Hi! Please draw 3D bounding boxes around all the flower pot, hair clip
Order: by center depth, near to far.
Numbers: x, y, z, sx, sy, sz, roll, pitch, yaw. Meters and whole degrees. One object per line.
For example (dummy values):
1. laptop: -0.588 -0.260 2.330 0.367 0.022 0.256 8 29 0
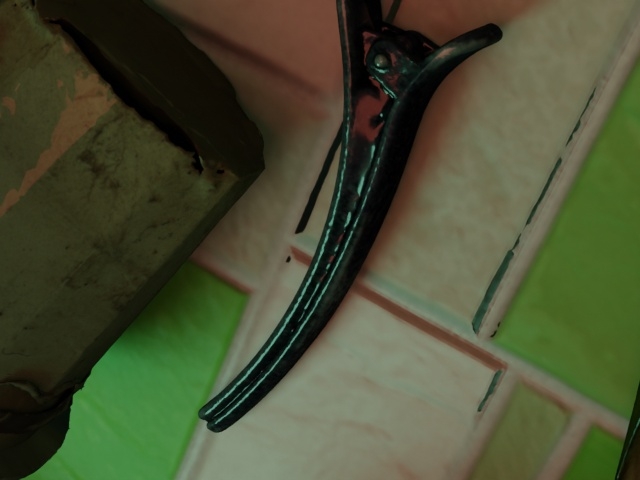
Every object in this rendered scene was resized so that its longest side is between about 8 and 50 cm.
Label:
1. flower pot: -0.149 -0.021 0.585 0.202 0.212 0.212 -43 86 19
2. hair clip: 0.000 0.000 0.608 0.083 0.048 0.275 27 114 9

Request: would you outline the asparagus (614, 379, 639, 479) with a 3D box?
1. asparagus: 0.172 0.046 0.551 0.045 0.041 0.178 17 111 26
